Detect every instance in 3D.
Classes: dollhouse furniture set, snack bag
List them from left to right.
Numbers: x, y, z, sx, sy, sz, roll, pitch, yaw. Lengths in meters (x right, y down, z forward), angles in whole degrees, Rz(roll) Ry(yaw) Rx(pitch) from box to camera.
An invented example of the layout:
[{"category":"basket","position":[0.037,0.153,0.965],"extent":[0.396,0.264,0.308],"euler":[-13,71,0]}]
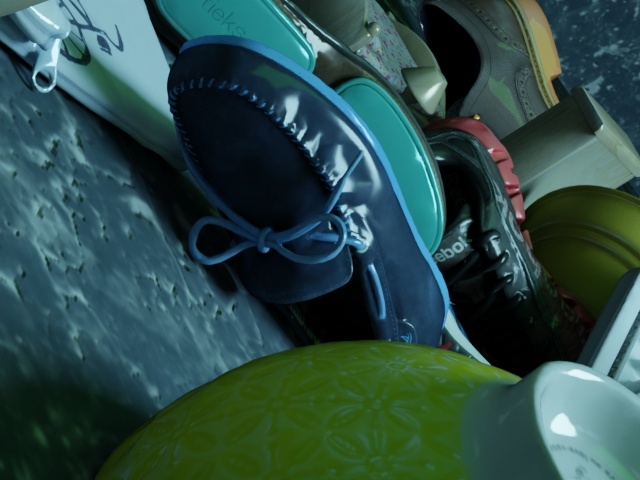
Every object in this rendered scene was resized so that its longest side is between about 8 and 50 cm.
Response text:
[{"category":"snack bag","position":[-0.185,-0.211,0.960],"extent":[0.342,0.037,0.323],"euler":[38,24,-53]},{"category":"dollhouse furniture set","position":[0.121,-0.165,1.586],"extent":[0.303,0.173,0.356],"euler":[34,28,-58]}]

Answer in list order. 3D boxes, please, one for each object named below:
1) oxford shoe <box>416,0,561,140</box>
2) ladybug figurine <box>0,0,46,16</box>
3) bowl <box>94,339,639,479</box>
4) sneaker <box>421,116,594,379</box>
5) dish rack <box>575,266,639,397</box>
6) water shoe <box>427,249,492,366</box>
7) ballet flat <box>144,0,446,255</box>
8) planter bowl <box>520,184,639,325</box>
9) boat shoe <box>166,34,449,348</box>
[{"category":"oxford shoe","position":[0.184,-0.086,1.811],"extent":[0.132,0.130,0.364],"euler":[0,60,-34]},{"category":"ladybug figurine","position":[-0.231,-0.255,0.649],"extent":[0.449,0.162,0.305],"euler":[62,17,15]},{"category":"bowl","position":[0.069,0.137,0.689],"extent":[0.289,0.156,0.289],"euler":[35,27,-22]},{"category":"sneaker","position":[0.121,0.035,1.331],"extent":[0.135,0.097,0.276],"euler":[-2,65,-63]},{"category":"dish rack","position":[0.248,0.187,1.270],"extent":[0.285,0.072,0.333],"euler":[53,43,-16]},{"category":"water shoe","position":[0.051,0.061,1.142],"extent":[0.203,0.073,0.080],"euler":[58,-12,2]},{"category":"ballet flat","position":[-0.013,-0.101,1.190],"extent":[0.280,0.095,0.096],"euler":[51,4,-25]},{"category":"planter bowl","position":[0.204,0.073,1.430],"extent":[0.090,0.217,0.217],"euler":[-28,85,-41]},{"category":"boat shoe","position":[0.000,0.000,0.981],"extent":[0.258,0.109,0.089],"euler":[49,51,-35]}]
